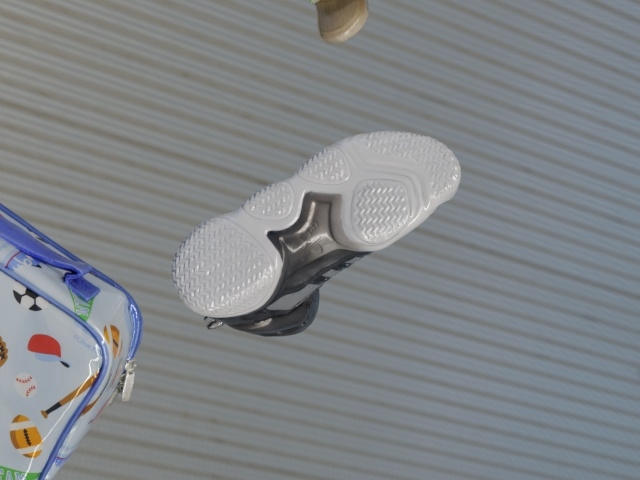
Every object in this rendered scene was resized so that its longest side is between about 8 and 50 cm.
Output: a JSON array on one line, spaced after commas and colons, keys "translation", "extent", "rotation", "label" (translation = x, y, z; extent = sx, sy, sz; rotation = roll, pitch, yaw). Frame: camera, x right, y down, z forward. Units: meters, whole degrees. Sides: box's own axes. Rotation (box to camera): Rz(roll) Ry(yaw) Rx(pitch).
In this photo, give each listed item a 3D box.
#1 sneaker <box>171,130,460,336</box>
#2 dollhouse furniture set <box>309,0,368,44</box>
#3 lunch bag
[{"translation": [0.000, 0.000, 1.371], "extent": [0.268, 0.153, 0.101], "rotation": [-26, 70, -5], "label": "sneaker"}, {"translation": [0.034, -0.254, 1.057], "extent": [0.242, 0.161, 0.212], "rotation": [-27, 130, 21], "label": "dollhouse furniture set"}, {"translation": [-0.310, 0.078, 1.356], "extent": [0.303, 0.115, 0.243], "rotation": [33, 112, 3], "label": "lunch bag"}]
